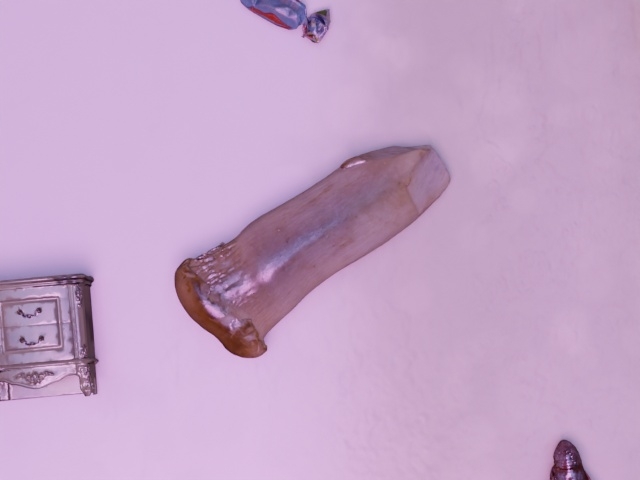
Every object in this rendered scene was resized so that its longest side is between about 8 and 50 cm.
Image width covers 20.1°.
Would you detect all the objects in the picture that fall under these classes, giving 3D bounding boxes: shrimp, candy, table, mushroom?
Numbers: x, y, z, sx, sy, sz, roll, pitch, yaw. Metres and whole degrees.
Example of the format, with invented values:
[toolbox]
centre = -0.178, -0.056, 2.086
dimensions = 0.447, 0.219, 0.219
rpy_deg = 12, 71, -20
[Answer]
[shrimp]
centre = 0.176, 0.186, 1.257
dimensions = 0.038, 0.029, 0.092
rpy_deg = -24, 91, -3
[candy]
centre = -0.031, -0.169, 1.279
dimensions = 0.083, 0.020, 0.030
rpy_deg = 32, 86, 3
[table]
centre = -0.194, 0.068, 1.240
dimensions = 0.079, 0.062, 0.083
rpy_deg = -5, 87, -1
[mushroom]
centre = 0.000, 0.000, 1.249
dimensions = 0.209, 0.071, 0.084
rpy_deg = -35, 93, -7
